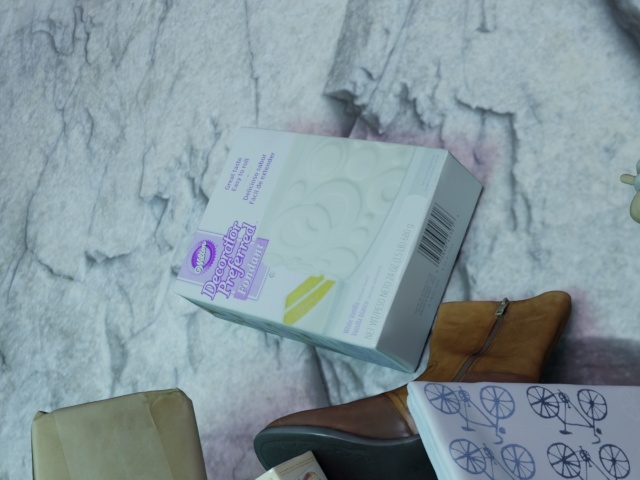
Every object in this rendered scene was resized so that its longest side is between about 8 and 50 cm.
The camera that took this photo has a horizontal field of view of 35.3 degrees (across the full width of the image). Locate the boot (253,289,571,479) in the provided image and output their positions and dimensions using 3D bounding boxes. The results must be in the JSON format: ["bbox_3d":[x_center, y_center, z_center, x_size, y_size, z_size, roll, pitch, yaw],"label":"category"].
[{"bbox_3d":[0.095,0.129,0.969,0.264,0.096,0.280,-11,25,25],"label":"boot"}]

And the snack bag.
[{"bbox_3d":[0.242,0.256,0.755,0.037,0.323,0.342,-53,41,39],"label":"snack bag"}]

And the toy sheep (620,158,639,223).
[{"bbox_3d":[0.354,-0.067,0.987,0.132,0.091,0.091,-49,48,-2],"label":"toy sheep"}]

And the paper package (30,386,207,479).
[{"bbox_3d":[-0.197,0.372,1.014,0.309,0.168,0.325,107,152,-49],"label":"paper package"}]

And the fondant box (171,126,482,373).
[{"bbox_3d":[0.000,0.000,1.206,0.330,0.096,0.238,11,74,41],"label":"fondant box"}]

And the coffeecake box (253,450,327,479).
[{"bbox_3d":[-0.027,0.298,0.850,0.142,0.068,0.185,-38,75,26],"label":"coffeecake box"}]
